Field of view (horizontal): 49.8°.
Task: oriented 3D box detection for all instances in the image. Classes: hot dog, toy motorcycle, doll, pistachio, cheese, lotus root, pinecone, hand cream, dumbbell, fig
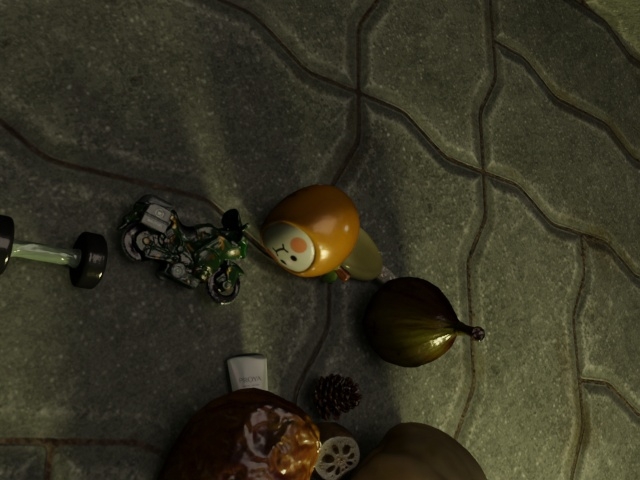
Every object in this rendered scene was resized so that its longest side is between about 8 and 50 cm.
[{"bbox_3d":[-0.152,0.455,1.212,0.267,0.174,0.387,28,76,-15],"label":"hot dog"},{"bbox_3d":[-0.249,-0.003,1.330,0.275,0.125,0.187,30,69,-29],"label":"toy motorcycle"},{"bbox_3d":[0.000,0.000,1.468,0.236,0.213,0.213,53,51,-16],"label":"doll"},{"bbox_3d":[0.191,0.596,1.398,0.366,0.281,0.445,3,65,-7],"label":"pistachio"},{"bbox_3d":[0.124,0.060,1.657,0.255,0.050,0.127,36,55,-27],"label":"cheese"},{"bbox_3d":[0.016,0.434,1.418,0.122,0.081,0.112,-28,103,-19],"label":"lotus root"},{"bbox_3d":[0.032,0.331,1.460,0.102,0.109,0.102,15,66,-36],"label":"pinecone"},{"bbox_3d":[-0.134,0.351,1.359,0.080,0.048,0.255,-2,80,-25],"label":"hand cream"},{"bbox_3d":[-0.466,0.020,1.158,0.191,0.100,0.100,14,68,-36],"label":"dumbbell"},{"bbox_3d":[0.248,0.199,1.536,0.217,0.321,0.216,-4,97,-33],"label":"fig"}]
